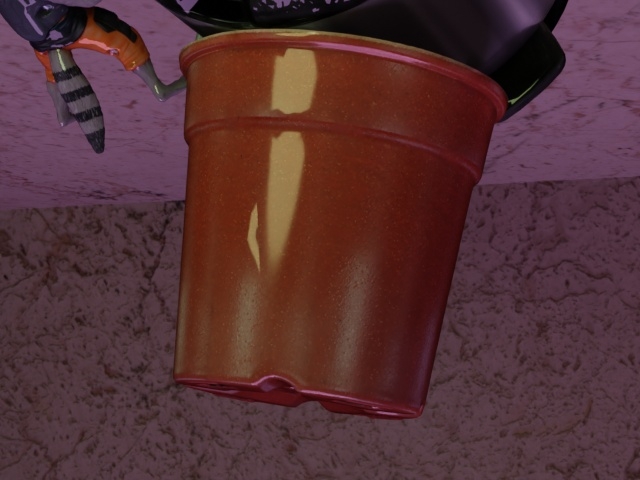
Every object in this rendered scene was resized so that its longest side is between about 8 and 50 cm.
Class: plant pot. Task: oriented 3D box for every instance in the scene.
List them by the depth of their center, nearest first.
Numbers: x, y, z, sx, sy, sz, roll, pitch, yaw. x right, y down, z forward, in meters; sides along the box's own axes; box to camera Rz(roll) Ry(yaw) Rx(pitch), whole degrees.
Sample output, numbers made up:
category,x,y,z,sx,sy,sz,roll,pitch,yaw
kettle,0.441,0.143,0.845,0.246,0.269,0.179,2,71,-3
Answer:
category,x,y,z,sx,sy,sz,roll,pitch,yaw
plant pot,0.000,0.000,1.195,0.272,0.265,0.272,8,171,1

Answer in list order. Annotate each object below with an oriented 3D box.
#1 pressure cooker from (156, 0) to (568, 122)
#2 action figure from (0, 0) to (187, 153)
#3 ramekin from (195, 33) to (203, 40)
category,x,y,z,sx,sy,sz,roll,pitch,yaw
pressure cooker,0.033,-0.301,1.296,0.375,0.370,0.420,2,168,23
action figure,-0.298,-0.285,1.833,0.341,0.178,0.330,-1,137,40
ramekin,-0.026,-0.230,1.959,0.303,0.303,0.148,4,178,-13
